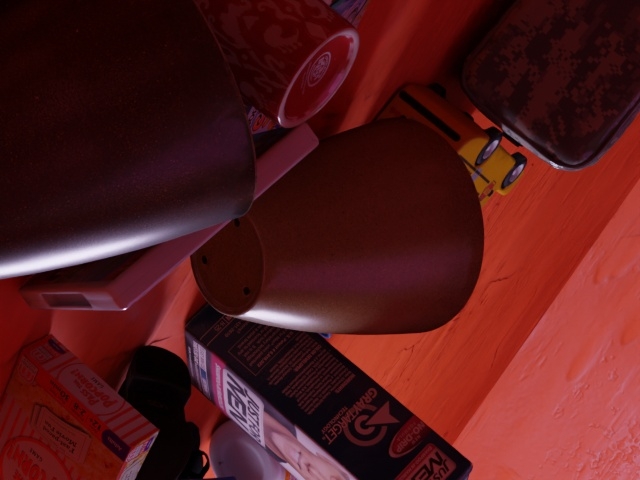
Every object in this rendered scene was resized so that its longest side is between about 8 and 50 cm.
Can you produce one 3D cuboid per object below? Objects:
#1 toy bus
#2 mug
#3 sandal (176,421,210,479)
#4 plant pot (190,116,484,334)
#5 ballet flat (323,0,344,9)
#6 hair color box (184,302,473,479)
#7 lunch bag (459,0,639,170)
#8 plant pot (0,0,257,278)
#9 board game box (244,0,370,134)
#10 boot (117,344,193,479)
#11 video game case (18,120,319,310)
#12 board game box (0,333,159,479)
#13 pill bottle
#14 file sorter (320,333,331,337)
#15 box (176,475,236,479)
[{"bbox_3d":[0.158,-0.101,1.988,0.130,0.108,0.333,-52,163,5],"label":"toy bus"},{"bbox_3d":[-0.058,-0.166,1.217,0.113,0.169,0.150,-51,162,-3],"label":"mug"},{"bbox_3d":[-0.171,0.293,2.075,0.067,0.040,0.179,-44,161,-22],"label":"sandal"},{"bbox_3d":[0.000,0.000,1.657,0.254,0.237,0.237,-10,138,-43],"label":"plant pot"},{"bbox_3d":[0.020,-0.259,1.351,0.091,0.077,0.241,-14,-157,37],"label":"ballet flat"},{"bbox_3d":[0.003,0.208,1.825,0.105,0.347,0.174,-44,161,-21],"label":"hair color box"},{"bbox_3d":[0.330,-0.245,1.992,0.305,0.212,0.256,-52,179,7],"label":"lunch bag"},{"bbox_3d":[-0.197,-0.066,1.072,0.230,0.215,0.215,-27,154,-21],"label":"plant pot"},{"bbox_3d":[-0.017,-0.189,1.496,0.136,0.035,0.201,-25,149,-55],"label":"board game box"},{"bbox_3d":[-0.215,0.259,1.704,0.263,0.091,0.229,-80,-164,-61],"label":"boot"},{"bbox_3d":[-0.133,-0.015,1.312,0.204,0.025,0.285,-42,-166,-20],"label":"video game case"},{"bbox_3d":[-0.249,0.208,1.536,0.045,0.147,0.193,-28,151,-51],"label":"board game box"},{"bbox_3d":[-0.045,0.266,2.204,0.221,0.121,0.121,-27,150,-52],"label":"pill bottle"},{"bbox_3d":[0.024,0.015,1.896,0.170,0.104,0.118,-46,161,-15],"label":"file sorter"},{"bbox_3d":[-0.167,0.339,2.052,0.225,0.136,0.036,81,6,-69],"label":"box"}]
